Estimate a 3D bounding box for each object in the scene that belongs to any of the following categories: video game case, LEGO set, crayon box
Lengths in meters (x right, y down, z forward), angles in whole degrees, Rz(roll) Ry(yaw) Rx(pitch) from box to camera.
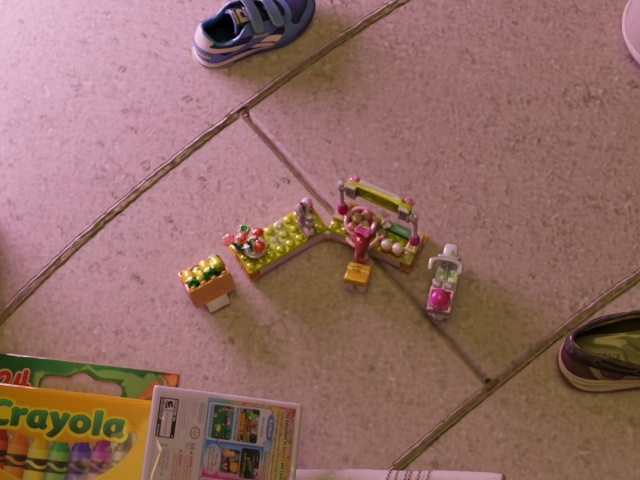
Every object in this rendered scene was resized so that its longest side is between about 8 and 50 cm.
[{"bbox_3d":[-0.095,0.219,1.728,0.143,0.019,0.157,8,64,-4],"label":"video game case"},{"bbox_3d":[0.000,0.000,1.842,0.287,0.107,0.132,3,68,3],"label":"LEGO set"},{"bbox_3d":[-0.259,0.255,1.765,0.202,0.081,0.318,5,68,5],"label":"crayon box"}]

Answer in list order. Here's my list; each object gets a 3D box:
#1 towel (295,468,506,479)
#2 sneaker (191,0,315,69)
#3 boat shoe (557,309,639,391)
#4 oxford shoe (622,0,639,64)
[{"bbox_3d":[0.050,0.356,1.681,0.324,0.056,0.312,3,62,11],"label":"towel"},{"bbox_3d":[-0.070,-0.231,1.964,0.144,0.059,0.053,-28,68,-10],"label":"sneaker"},{"bbox_3d":[0.344,0.102,1.806,0.224,0.073,0.080,-6,68,0],"label":"boat shoe"},{"bbox_3d":[0.535,-0.279,1.917,0.449,0.130,0.169,-14,66,-2],"label":"oxford shoe"}]
